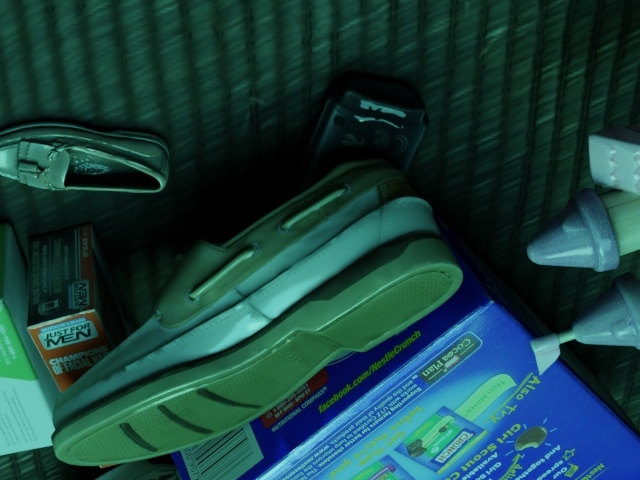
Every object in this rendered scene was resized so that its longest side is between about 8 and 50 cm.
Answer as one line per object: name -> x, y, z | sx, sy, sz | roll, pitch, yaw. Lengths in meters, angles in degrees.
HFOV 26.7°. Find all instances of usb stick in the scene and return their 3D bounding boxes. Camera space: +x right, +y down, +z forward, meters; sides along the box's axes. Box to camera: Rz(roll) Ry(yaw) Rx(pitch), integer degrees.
usb stick -> 0.000, 0.000, 0.992 | 0.077, 0.045, 0.278 | 14, 129, -13

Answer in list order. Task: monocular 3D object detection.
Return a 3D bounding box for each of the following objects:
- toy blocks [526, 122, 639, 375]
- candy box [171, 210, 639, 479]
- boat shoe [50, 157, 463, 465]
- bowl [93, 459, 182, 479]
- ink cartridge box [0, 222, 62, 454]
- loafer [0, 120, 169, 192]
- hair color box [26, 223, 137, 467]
toy blocks -> 0.249, -0.034, 0.822 | 0.260, 0.309, 0.288 | -18, 133, -2
candy box -> 0.080, 0.159, 1.058 | 0.268, 0.122, 0.317 | -38, 134, 10
boat shoe -> -0.055, 0.053, 0.918 | 0.302, 0.103, 0.113 | -28, 154, 8
bowl -> -0.162, 0.234, 1.136 | 0.170, 0.080, 0.170 | -29, 172, -5
ink cartridge box -> -0.313, 0.090, 0.983 | 0.219, 0.092, 0.160 | -10, 133, 0
loafer -> -0.164, -0.053, 0.914 | 0.125, 0.039, 0.045 | 0, 133, -11
hair color box -> -0.167, 0.081, 1.002 | 0.053, 0.093, 0.167 | -15, 134, 2
